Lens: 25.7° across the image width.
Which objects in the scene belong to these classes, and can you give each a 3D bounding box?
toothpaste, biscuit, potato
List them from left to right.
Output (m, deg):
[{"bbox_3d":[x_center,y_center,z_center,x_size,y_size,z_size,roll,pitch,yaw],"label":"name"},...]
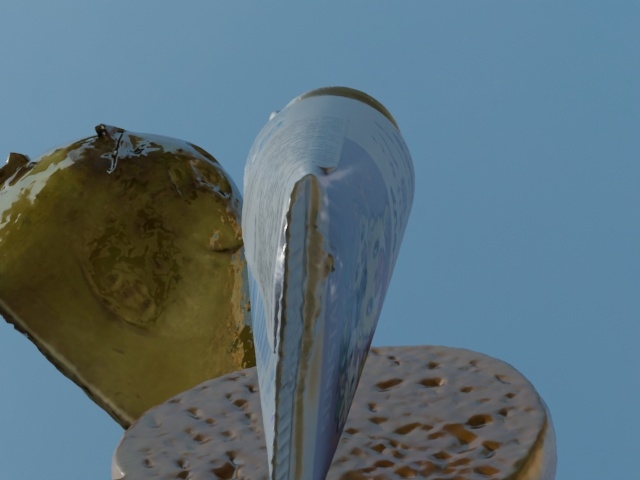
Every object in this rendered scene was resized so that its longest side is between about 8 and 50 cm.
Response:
[{"bbox_3d":[-0.123,0.040,1.098,0.196,0.300,0.246,-43,-136,-6],"label":"potato"},{"bbox_3d":[-0.025,0.115,0.570,0.288,0.202,0.044,-34,-60,-46],"label":"biscuit"},{"bbox_3d":[0.000,0.000,0.510,0.073,0.299,0.114,6,-74,1],"label":"toothpaste"}]

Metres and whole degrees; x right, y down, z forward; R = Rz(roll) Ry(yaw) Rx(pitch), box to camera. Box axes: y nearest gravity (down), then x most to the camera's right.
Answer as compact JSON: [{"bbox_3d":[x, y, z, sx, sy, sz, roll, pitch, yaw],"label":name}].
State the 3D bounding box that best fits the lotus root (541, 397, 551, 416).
[{"bbox_3d":[0.140,0.169,1.201,0.120,0.209,0.120,-3,-105,11],"label":"lotus root"}]
